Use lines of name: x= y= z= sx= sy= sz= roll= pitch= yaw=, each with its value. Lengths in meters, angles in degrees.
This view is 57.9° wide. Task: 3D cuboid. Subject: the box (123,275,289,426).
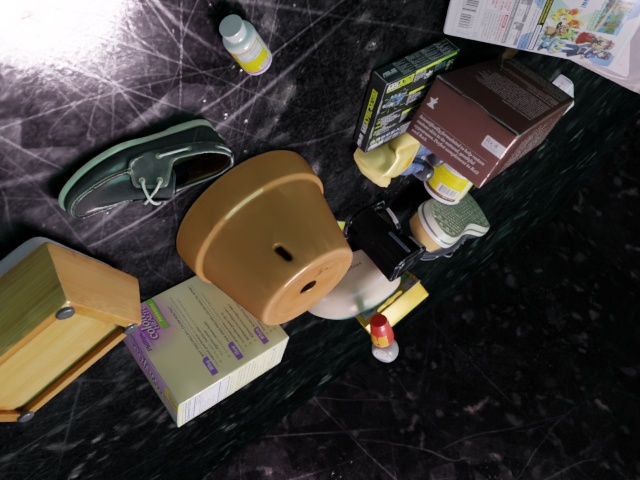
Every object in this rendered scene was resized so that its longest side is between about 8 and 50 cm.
box: x=-0.225 y=0.193 z=1.125 sx=0.242 sy=0.213 sz=0.117 roll=-28 pitch=155 yaw=-31

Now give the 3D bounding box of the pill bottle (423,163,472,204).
pill bottle: x=0.366 y=-0.204 z=1.495 sx=0.117 sy=0.117 sz=0.215 roll=-20 pitch=151 yaw=-43

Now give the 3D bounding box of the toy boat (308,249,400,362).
toy boat: x=0.107 y=0.170 z=1.514 sx=0.267 sy=0.318 sz=0.148 roll=-23 pitch=132 yaw=-7

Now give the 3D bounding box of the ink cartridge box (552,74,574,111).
ink cartridge box: x=0.670 y=-0.375 z=1.772 sx=0.232 sy=0.066 sz=0.189 roll=-50 pitch=158 yaw=11

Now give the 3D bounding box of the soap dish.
soap dish: x=-0.418 y=0.141 z=0.827 sx=0.290 sy=0.118 sz=0.229 roll=-40 pitch=159 yaw=-1

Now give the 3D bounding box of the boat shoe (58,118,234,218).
boat shoe: x=-0.226 y=-0.087 z=0.768 sx=0.233 sy=0.079 sz=0.084 roll=-29 pitch=158 yaw=-26

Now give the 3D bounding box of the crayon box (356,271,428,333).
crayon box: x=0.184 y=0.168 z=1.721 sx=0.203 sy=0.083 sz=0.323 roll=-40 pitch=-164 yaw=-2

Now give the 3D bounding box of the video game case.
video game case: x=0.362 y=-0.416 z=0.873 sx=0.329 sy=0.299 sz=0.036 roll=88 pitch=18 yaw=-63

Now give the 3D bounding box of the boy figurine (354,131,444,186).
boy figurine: x=0.174 y=-0.182 z=1.251 sx=0.177 sy=0.092 sz=0.285 roll=-50 pitch=161 yaw=28

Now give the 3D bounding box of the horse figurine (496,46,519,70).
horse figurine: x=0.437 y=-0.471 z=1.166 sx=0.174 sy=0.066 sz=0.263 roll=-8 pitch=139 yaw=-47

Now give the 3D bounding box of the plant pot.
plant pot: x=-0.081 y=0.014 z=1.040 sx=0.290 sy=0.203 sz=0.291 roll=-34 pitch=158 yaw=-16

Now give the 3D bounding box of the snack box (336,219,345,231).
snack box: x=0.000 y=0.000 z=1.321 sx=0.141 sy=0.037 sz=0.100 roll=2 pitch=101 yaw=-60

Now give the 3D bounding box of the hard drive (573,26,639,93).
hard drive: x=0.509 y=-0.426 z=1.017 sx=0.064 sy=0.237 sz=0.339 roll=-40 pitch=142 yaw=-2

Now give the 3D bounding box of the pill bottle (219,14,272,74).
pill bottle: x=-0.095 y=-0.245 z=0.724 sx=0.043 sy=0.043 sz=0.083 roll=-42 pitch=159 yaw=3

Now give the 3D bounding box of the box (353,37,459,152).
box: x=0.160 y=-0.274 z=1.107 sx=0.190 sy=0.045 sz=0.184 roll=-31 pitch=155 yaw=-25

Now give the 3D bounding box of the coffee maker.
coffee maker: x=0.152 y=0.014 z=1.472 sx=0.171 sy=0.178 sz=0.120 roll=-39 pitch=158 yaw=-6

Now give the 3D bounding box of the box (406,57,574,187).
box: x=0.364 y=-0.261 z=1.202 sx=0.381 sy=0.191 sz=0.143 roll=-28 pitch=155 yaw=-48

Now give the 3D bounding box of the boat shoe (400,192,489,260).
boat shoe: x=0.362 y=-0.052 z=1.698 sx=0.156 sy=0.187 sz=0.500 roll=-38 pitch=171 yaw=31
